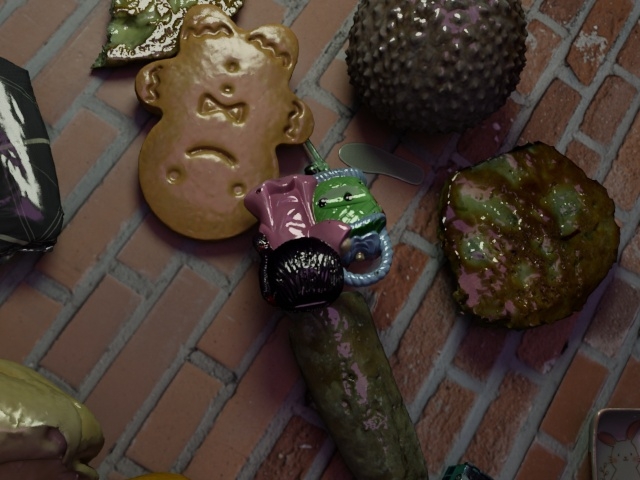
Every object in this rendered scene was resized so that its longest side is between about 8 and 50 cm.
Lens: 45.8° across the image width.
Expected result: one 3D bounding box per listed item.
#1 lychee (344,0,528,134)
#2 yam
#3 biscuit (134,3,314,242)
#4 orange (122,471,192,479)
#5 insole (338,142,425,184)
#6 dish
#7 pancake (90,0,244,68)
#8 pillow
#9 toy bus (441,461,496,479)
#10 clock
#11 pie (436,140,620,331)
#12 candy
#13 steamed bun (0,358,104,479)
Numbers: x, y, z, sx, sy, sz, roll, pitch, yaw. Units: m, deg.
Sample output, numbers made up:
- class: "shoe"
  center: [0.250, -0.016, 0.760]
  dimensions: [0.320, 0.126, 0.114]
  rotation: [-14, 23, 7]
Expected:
- class: "lychee"
  center: [0.183, -0.306, 1.174]
  dimensions: [0.300, 0.300, 0.300]
  rotation: [3, 76, -14]
- class: "yam"
  center: [0.064, 0.238, 1.093]
  dimensions: [0.133, 0.133, 0.330]
  rotation: [-24, 88, -19]
- class: "biscuit"
  center: [-0.151, -0.174, 1.139]
  dimensions: [0.275, 0.052, 0.355]
  rotation: [17, 83, -9]
- class: "orange"
  center: [-0.212, 0.401, 0.944]
  dimensions: [0.219, 0.193, 0.219]
  rotation: [-4, 104, -16]
- class: "insole"
  center: [0.102, -0.127, 1.250]
  dimensions: [0.152, 0.002, 0.053]
  rotation: [19, 73, -10]
- class: "dish"
  center: [0.488, 0.374, 1.195]
  dimensions: [0.151, 0.077, 0.212]
  rotation: [3, 76, -12]
- class: "pancake"
  center: [-0.233, -0.401, 1.203]
  dimensions: [0.197, 0.054, 0.376]
  rotation: [46, 69, -7]
- class: "pillow"
  center: [-0.462, -0.128, 1.055]
  dimensions: [0.161, 0.092, 0.335]
  rotation: [-16, 81, -14]
- class: "toy bus"
  center: [0.194, 0.412, 1.101]
  dimensions: [0.079, 0.092, 0.160]
  rotation: [35, 65, -3]
- class: "clock"
  center: [0.000, 0.000, 1.052]
  dimensions: [0.194, 0.100, 0.195]
  rotation: [-10, 55, -4]
- class: "pie"
  center: [0.332, -0.005, 1.230]
  dimensions: [0.354, 0.103, 0.288]
  rotation: [-24, 84, -23]
- class: "candy"
  center: [0.006, -0.116, 1.192]
  dimensions: [0.078, 0.084, 0.288]
  rotation: [-30, 79, -14]
- class: "steamed bun"
  center: [-0.446, 0.276, 0.878]
  dimensions: [0.372, 0.230, 0.325]
  rotation: [-49, 128, 6]
